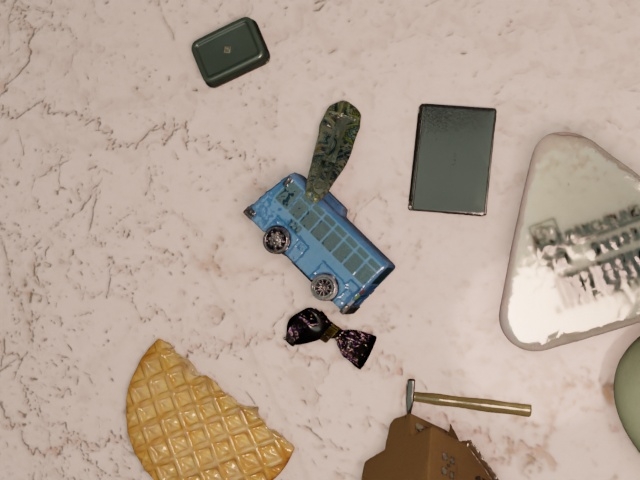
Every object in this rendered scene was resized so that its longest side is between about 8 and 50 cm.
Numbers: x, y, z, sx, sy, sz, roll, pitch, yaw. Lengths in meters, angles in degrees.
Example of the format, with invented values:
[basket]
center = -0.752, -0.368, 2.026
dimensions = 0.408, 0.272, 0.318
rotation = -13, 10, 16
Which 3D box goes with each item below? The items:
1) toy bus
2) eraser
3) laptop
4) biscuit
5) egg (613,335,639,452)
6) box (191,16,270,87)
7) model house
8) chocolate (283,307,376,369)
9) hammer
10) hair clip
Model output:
[toy bus]
center = 0.000, 0.000, 1.449
dimensions = 0.234, 0.116, 0.133
rotation = 45, 97, 11
[eraser]
center = 0.388, 0.042, 1.342
dimensions = 0.332, 0.150, 0.331
rotation = -1, 86, 14
[laptop]
center = 0.214, -0.132, 1.463
dimensions = 0.129, 0.016, 0.180
rotation = 6, 87, 13
[biscuit]
center = -0.213, 0.326, 1.503
dimensions = 0.309, 0.040, 0.204
rotation = 36, 93, 13
[egg]
center = 0.589, 0.240, 1.206
dimensions = 0.389, 0.276, 0.276
rotation = 21, 90, 32
[box]
center = -0.157, -0.327, 1.553
dimensions = 0.126, 0.031, 0.091
rotation = -23, 81, 8
[model house]
center = 0.208, 0.386, 1.369
dimensions = 0.248, 0.176, 0.181
rotation = 34, 132, -19
[chocolate]
center = 0.014, 0.155, 1.458
dimensions = 0.147, 0.070, 0.072
rotation = 18, 84, 9
[hammer]
center = 0.233, 0.262, 1.425
dimensions = 0.199, 0.013, 0.062
rotation = 5, 86, 13
[hair clip]
center = 0.015, -0.140, 1.452
dimensions = 0.066, 0.036, 0.229
rotation = 20, 52, -1
